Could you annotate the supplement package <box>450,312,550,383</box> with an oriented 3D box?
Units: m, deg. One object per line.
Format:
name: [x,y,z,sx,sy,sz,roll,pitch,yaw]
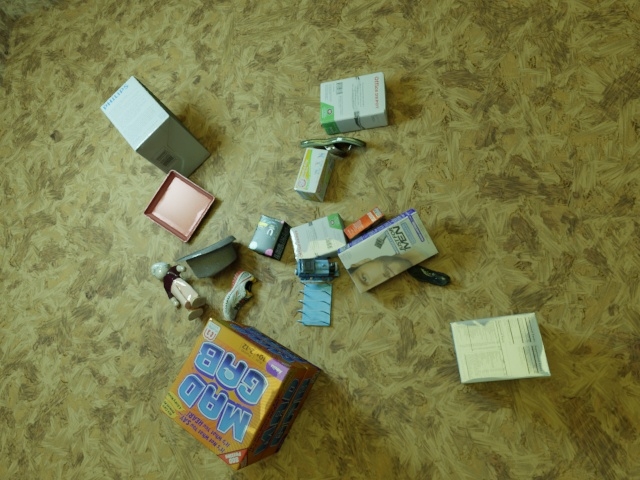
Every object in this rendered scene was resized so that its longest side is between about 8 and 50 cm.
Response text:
supplement package: [0.588,0.366,1.439,0.262,0.199,0.198,-10,71,14]

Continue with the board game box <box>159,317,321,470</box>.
board game box: [-0.274,0.541,1.576,0.356,0.356,0.357,26,82,22]

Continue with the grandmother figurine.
grandmother figurine: [-0.647,0.200,1.923,0.342,0.104,0.208,33,104,31]

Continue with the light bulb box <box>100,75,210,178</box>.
light bulb box: [-0.786,-0.525,2.070,0.225,0.358,0.361,-44,65,-1]

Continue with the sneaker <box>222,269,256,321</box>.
sneaker: [-0.348,0.241,1.839,0.092,0.088,0.225,16,79,20]

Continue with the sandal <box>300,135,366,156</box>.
sandal: [0.059,-0.417,1.915,0.302,0.120,0.086,1,102,20]

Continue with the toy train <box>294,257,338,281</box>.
toy train: [-0.012,0.119,1.736,0.184,0.105,0.080,1,64,-9]

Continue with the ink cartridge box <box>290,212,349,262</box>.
ink cartridge box: [0.000,0.000,1.799,0.219,0.092,0.160,-18,69,12]

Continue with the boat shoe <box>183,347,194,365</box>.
boat shoe: [-0.547,0.554,1.815,0.081,0.068,0.228,8,76,20]

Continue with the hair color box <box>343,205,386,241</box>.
hair color box: [0.185,-0.060,1.759,0.167,0.093,0.053,-37,67,5]

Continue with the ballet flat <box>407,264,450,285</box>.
ballet flat: [0.415,0.134,1.660,0.173,0.049,0.058,20,108,27]

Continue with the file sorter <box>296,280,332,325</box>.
file sorter: [-0.026,0.250,1.724,0.118,0.104,0.170,-1,73,17]

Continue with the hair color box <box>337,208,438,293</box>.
hair color box: [0.256,0.040,1.658,0.338,0.110,0.185,-29,99,9]

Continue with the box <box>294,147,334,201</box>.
box: [-0.025,-0.287,1.885,0.103,0.114,0.203,12,79,21]

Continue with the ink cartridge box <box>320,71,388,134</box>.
ink cartridge box: [0.153,-0.610,1.923,0.289,0.121,0.211,-4,72,16]

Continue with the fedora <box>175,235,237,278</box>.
fedora: [-0.477,0.084,1.882,0.275,0.244,0.124,-25,96,-4]

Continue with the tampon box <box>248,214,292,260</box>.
tampon box: [-0.216,-0.011,1.867,0.120,0.101,0.161,16,79,22]

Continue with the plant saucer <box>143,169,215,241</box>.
plant saucer: [-0.670,-0.163,2.051,0.259,0.048,0.258,33,88,4]
